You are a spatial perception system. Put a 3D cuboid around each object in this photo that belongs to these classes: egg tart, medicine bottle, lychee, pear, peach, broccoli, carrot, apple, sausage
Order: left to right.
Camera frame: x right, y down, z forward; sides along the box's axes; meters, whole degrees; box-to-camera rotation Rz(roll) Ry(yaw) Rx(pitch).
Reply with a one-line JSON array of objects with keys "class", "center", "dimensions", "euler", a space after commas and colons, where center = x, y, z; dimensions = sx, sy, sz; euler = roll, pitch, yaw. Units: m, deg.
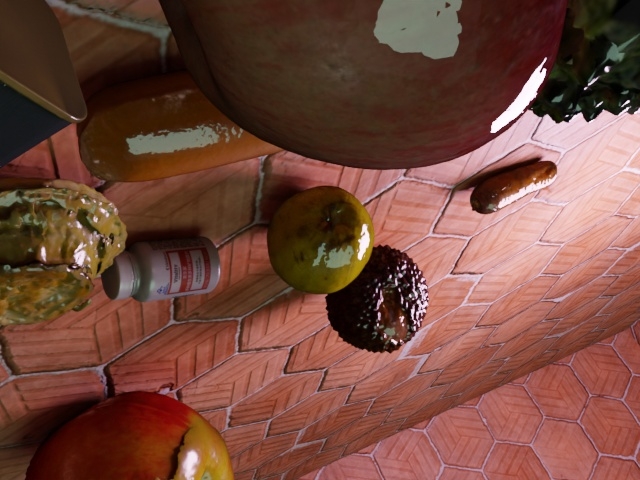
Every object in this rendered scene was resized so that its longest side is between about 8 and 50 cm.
[{"class": "egg tart", "center": [-0.323, 0.024, 0.765], "dimensions": [0.241, 0.105, 0.241], "euler": [-19, 154, -10]}, {"class": "peach", "center": [-0.345, 0.435, 1.235], "dimensions": [0.370, 0.370, 0.370], "euler": [-23, 153, -12]}, {"class": "medicine bottle", "center": [-0.208, 0.038, 0.923], "dimensions": [0.140, 0.079, 0.079], "euler": [-5, 145, -39]}, {"class": "sausage", "center": [-0.107, -0.125, 0.714], "dimensions": [0.274, 0.105, 0.105], "euler": [-16, 151, -24]}, {"class": "pear", "center": [0.000, 0.000, 0.986], "dimensions": [0.149, 0.148, 0.162], "euler": [-17, 155, -23]}, {"class": "apple", "center": [0.007, -0.201, 0.466], "dimensions": [0.270, 0.344, 0.344], "euler": [-9, 152, 1]}, {"class": "lychee", "center": [0.094, 0.103, 1.231], "dimensions": [0.188, 0.188, 0.188], "euler": [-23, 153, -12]}, {"class": "carrot", "center": [0.343, -0.099, 1.246], "dimensions": [0.186, 0.060, 0.060], "euler": [-25, 154, -20]}, {"class": "broccoli", "center": [0.262, -0.283, 0.640], "dimensions": [0.281, 0.293, 0.347], "euler": [30, 112, -17]}]

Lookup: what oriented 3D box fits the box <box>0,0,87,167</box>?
[{"class": "box", "center": [-0.266, -0.145, 0.475], "dimensions": [0.090, 0.144, 0.201], "euler": [-31, 155, 10]}]
